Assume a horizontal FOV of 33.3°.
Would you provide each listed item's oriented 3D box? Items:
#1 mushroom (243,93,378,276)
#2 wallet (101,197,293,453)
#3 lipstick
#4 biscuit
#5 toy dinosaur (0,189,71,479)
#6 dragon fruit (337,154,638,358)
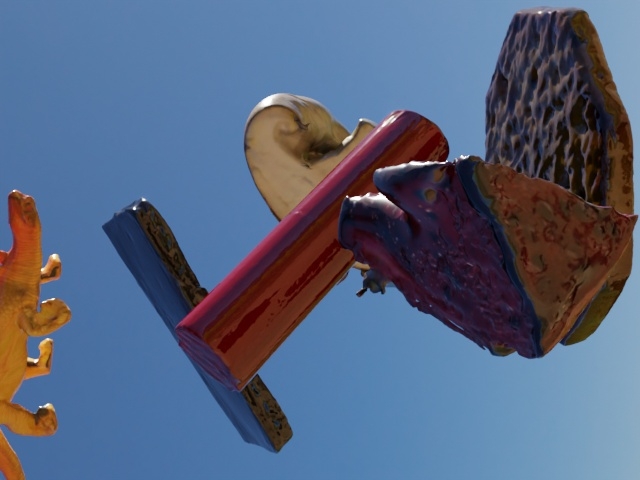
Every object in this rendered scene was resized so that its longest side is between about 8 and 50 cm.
[{"bbox_3d":[0.025,-0.078,1.202,0.286,0.156,0.151,36,-161,-26],"label":"mushroom"},{"bbox_3d":[-0.133,0.095,1.171,0.042,0.165,0.309,-34,-84,-22],"label":"wallet"},{"bbox_3d":[0.001,0.000,0.863,0.279,0.073,0.073,-46,-36,-25],"label":"lipstick"},{"bbox_3d":[0.240,-0.070,1.106,0.359,0.046,0.359,175,90,-82],"label":"biscuit"},{"bbox_3d":[-0.244,0.098,0.755,0.117,0.070,0.288,3,-66,-25],"label":"toy dinosaur"},{"bbox_3d":[0.066,0.009,0.609,0.122,0.192,0.092,19,-95,-37],"label":"dragon fruit"}]
